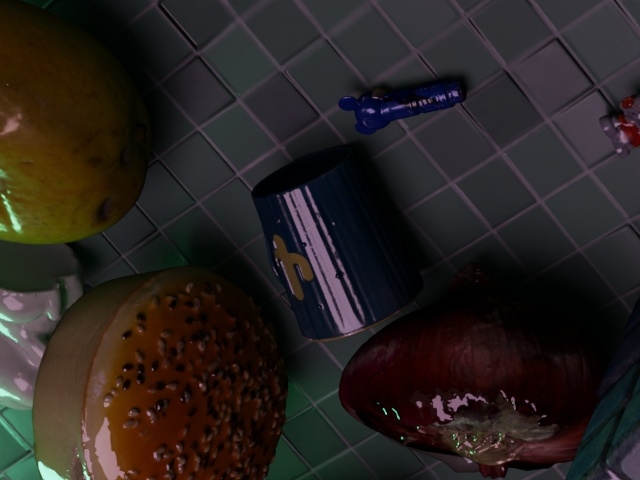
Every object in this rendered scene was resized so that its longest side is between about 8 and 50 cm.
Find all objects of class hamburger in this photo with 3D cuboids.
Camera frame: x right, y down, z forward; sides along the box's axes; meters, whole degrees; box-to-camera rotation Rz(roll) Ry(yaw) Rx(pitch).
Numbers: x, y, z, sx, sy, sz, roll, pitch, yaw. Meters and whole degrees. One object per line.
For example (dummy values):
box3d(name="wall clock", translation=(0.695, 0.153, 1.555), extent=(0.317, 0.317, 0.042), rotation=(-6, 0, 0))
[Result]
box3d(name="hamburger", translation=(-0.152, 0.171, 1.856), extent=(0.176, 0.300, 0.300), rotation=(9, 124, 34))

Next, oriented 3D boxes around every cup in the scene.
box3d(name="cup", translation=(0.000, 0.000, 1.787), extent=(0.176, 0.131, 0.155), rotation=(0, 118, 53))

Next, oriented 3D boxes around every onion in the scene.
box3d(name="onion", translation=(0.156, 0.121, 1.759), extent=(0.272, 0.195, 0.272), rotation=(8, 163, 2))

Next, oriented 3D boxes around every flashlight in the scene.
box3d(name="flashlight", translation=(0.079, -0.131, 1.714), extent=(0.121, 0.035, 0.057), rotation=(-12, 138, 26))

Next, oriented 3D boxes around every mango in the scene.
box3d(name="mango", translation=(-0.331, -0.135, 1.767), extent=(0.365, 0.182, 0.253), rotation=(30, 137, -17))

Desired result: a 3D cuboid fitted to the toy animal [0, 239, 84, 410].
box3d(name="toy animal", translation=(-0.338, 0.086, 1.978), extent=(0.178, 0.127, 0.193), rotation=(28, 128, 9))

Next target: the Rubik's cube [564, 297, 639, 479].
box3d(name="Rubik's cube", translation=(0.450, 0.143, 1.528), extent=(0.344, 0.337, 0.344), rotation=(36, 129, 0))

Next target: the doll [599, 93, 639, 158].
box3d(name="doll", translation=(0.326, -0.102, 1.599), extent=(0.180, 0.079, 0.094), rotation=(-3, 134, 40))
